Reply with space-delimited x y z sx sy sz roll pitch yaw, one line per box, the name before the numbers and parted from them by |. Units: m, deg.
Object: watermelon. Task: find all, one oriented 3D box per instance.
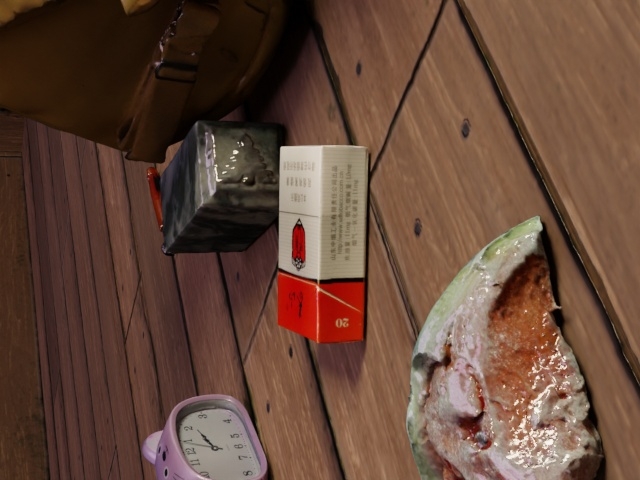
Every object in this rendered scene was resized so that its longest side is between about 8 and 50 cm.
watermelon | 0.096 0.087 0.607 0.139 0.071 0.187 -137 50 -58

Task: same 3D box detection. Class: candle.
candle | -0.219 -0.042 1.536 0.167 0.021 0.026 -109 27 -43

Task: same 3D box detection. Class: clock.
clock | -0.116 0.218 1.123 0.152 0.110 0.050 -122 36 -56

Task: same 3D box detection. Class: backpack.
backpack | -0.190 -0.228 1.024 0.378 0.353 0.201 -19 59 43

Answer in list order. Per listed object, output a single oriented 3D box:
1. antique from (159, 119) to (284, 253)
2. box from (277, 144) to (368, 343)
antique | -0.096 -0.051 1.099 0.183 0.088 0.086 142 125 -64
box | 0.000 0.000 0.896 0.100 0.048 0.152 -166 79 -71
